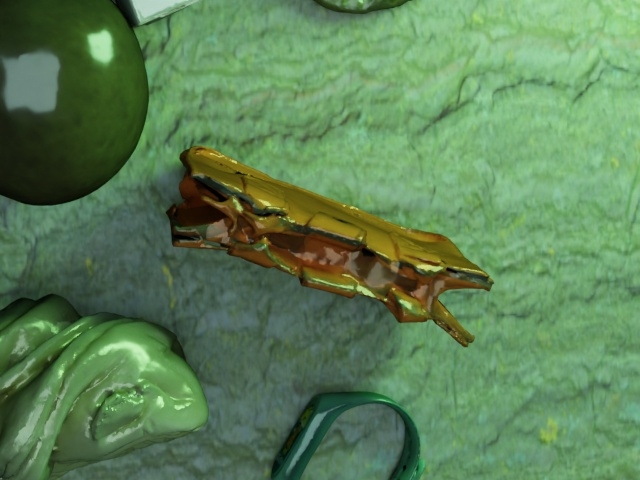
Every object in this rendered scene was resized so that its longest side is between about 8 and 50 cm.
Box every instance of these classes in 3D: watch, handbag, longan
[{"bbox_3d":[0.036,0.326,2.058,0.195,0.068,0.237,32,87,-15],"label":"watch"},{"bbox_3d":[0.000,0.000,1.888,0.410,0.303,0.116,20,95,-11],"label":"handbag"},{"bbox_3d":[-0.356,-0.191,1.805,0.297,0.297,0.297,-1,97,-10],"label":"longan"}]

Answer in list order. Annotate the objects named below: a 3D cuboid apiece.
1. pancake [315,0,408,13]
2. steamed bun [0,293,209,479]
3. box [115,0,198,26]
[{"bbox_3d":[0.080,-0.455,1.977,0.294,0.049,0.294,-1,99,-7],"label":"pancake"},{"bbox_3d":[-0.349,0.185,1.844,0.394,0.346,0.237,-20,86,17],"label":"steamed bun"},{"bbox_3d":[-0.243,-0.418,1.843,0.116,0.203,0.274,-24,100,-8],"label":"box"}]
